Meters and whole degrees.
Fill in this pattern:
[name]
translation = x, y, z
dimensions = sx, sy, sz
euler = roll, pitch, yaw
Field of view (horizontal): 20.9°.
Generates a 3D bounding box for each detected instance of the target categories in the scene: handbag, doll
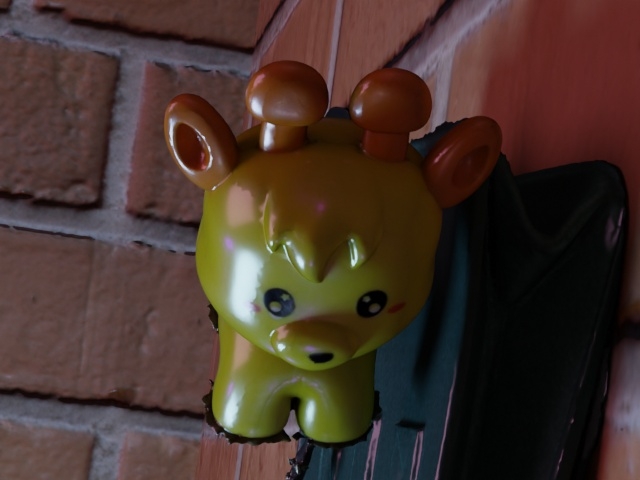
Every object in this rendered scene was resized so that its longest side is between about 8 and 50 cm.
[handbag]
translation = 0.061, 0.069, 0.932
dimensions = 0.326, 0.089, 0.239
euler = 171, 110, -78
[doll]
translation = 0.000, 0.000, 0.786
dimensions = 0.221, 0.143, 0.135
euler = 97, 176, -50

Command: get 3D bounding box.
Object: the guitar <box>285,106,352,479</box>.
[guitar]
translation = 0.000, 0.039, 0.975
dimensions = 0.088, 0.025, 0.233
euler = -149, 70, -76
